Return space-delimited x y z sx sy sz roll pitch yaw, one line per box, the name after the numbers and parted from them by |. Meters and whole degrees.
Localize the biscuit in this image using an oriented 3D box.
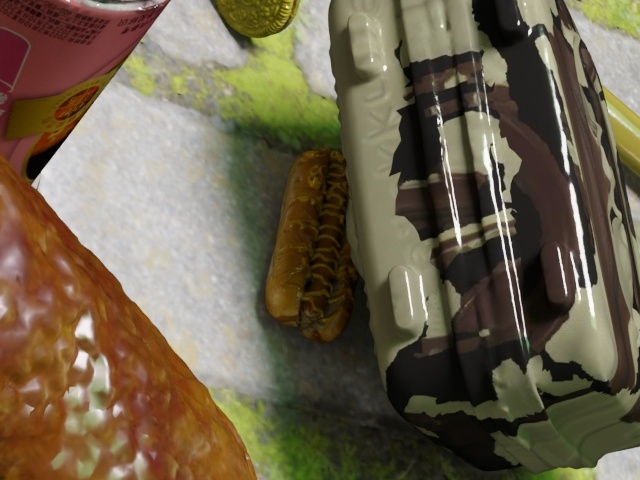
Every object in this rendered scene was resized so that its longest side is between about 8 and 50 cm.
-0.050 -0.197 1.344 0.023 0.084 0.084 -25 80 -46 | biscuit

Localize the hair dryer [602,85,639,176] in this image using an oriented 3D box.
0.299 -0.062 1.569 0.278 0.090 0.135 40 45 -4 | hair dryer

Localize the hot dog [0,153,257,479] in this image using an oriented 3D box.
-0.188 0.092 0.937 0.387 0.174 0.267 53 50 -25 | hot dog

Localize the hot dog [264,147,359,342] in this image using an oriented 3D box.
0.000 0.000 1.280 0.071 0.045 0.165 30 46 -21 | hot dog

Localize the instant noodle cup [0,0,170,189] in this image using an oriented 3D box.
-0.209 -0.143 1.042 0.244 0.255 0.244 23 51 -31 | instant noodle cup

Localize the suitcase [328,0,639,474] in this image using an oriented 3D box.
0.127 -0.002 1.261 0.339 0.194 0.352 42 38 -64 | suitcase
